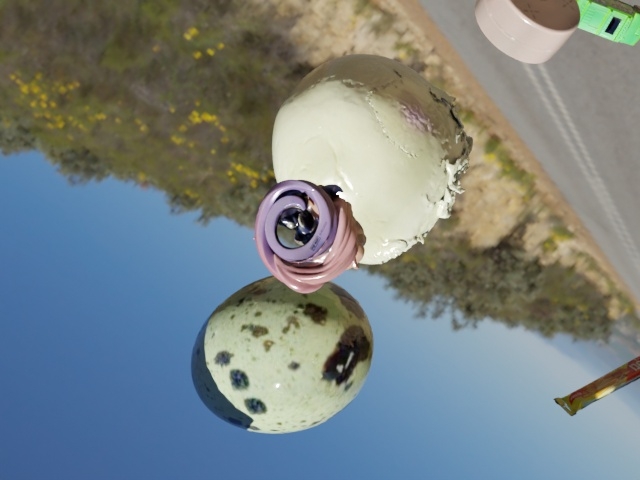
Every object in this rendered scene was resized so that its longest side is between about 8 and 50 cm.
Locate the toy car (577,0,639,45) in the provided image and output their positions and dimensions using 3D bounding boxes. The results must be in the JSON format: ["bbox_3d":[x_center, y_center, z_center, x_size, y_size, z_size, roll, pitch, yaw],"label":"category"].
[{"bbox_3d":[0.507,-0.397,1.705,0.165,0.071,0.063,17,-144,-13],"label":"toy car"}]

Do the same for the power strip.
[{"bbox_3d":[0.321,-0.352,1.476,0.154,0.078,0.154,14,-126,-19],"label":"power strip"}]

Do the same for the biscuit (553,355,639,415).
[{"bbox_3d":[0.558,0.247,1.760,0.048,0.291,0.026,42,149,51],"label":"biscuit"}]

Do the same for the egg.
[{"bbox_3d":[-0.077,0.209,1.761,0.287,0.379,0.288,29,-126,-50],"label":"egg"}]

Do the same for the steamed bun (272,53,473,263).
[{"bbox_3d":[0.090,-0.153,1.556,0.312,0.233,0.334,38,-133,-28],"label":"steamed bun"}]

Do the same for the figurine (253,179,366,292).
[{"bbox_3d":[0.005,0.002,1.095,0.114,0.126,0.157,25,179,43],"label":"figurine"}]
